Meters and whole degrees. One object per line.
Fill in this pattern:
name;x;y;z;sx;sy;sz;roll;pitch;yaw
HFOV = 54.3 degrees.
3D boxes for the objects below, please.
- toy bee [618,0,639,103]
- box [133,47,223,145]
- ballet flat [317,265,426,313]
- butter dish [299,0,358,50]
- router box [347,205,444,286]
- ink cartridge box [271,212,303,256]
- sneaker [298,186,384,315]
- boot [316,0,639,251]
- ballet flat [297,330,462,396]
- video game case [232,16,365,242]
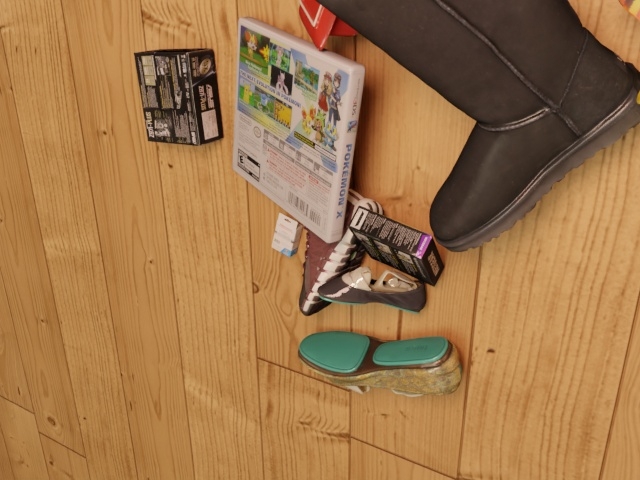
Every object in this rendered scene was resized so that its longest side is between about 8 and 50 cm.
toy bee;0.445;-0.222;0.674;0.298;0.162;0.195;29;129;33
box;-0.282;-0.288;1.251;0.147;0.077;0.180;9;114;31
ballet flat;0.097;0.081;1.119;0.203;0.074;0.074;9;122;-12
butter dish;0.046;-0.386;0.971;0.160;0.118;0.160;-110;35;-47
router box;0.131;0.013;1.051;0.133;0.179;0.046;25;81;23
ink cartridge box;-0.065;-0.015;1.255;0.048;0.028;0.083;28;124;21
sneaker;0.000;0.000;1.188;0.162;0.106;0.281;44;123;24
boot;0.147;-0.215;0.821;0.445;0.146;0.367;32;121;-24
ballet flat;0.109;0.246;1.206;0.348;0.123;0.123;-5;107;35
video game case;-0.055;-0.199;1.086;0.329;0.036;0.300;38;132;42
